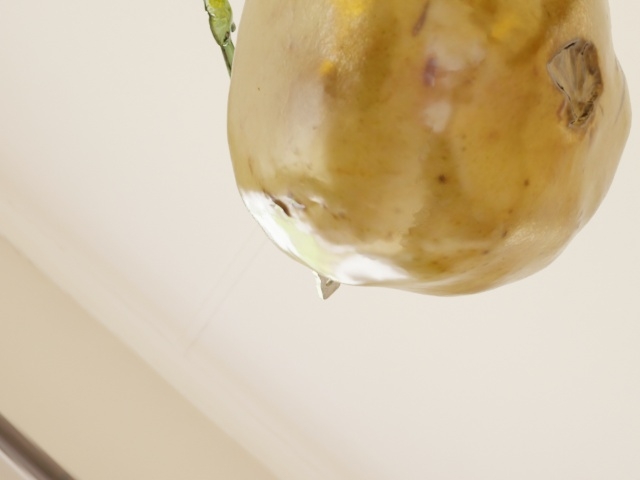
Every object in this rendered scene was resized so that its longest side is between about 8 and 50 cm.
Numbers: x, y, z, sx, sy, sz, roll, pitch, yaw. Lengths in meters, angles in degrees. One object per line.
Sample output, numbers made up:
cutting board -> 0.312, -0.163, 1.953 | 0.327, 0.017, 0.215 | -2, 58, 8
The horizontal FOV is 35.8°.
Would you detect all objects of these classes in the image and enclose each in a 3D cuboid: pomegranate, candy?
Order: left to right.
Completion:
candy -> -0.103, -0.225, 1.043 | 0.073, 0.077, 0.262 | -18, -78, 1
pomegranate -> 0.076, -0.115, 0.778 | 0.332, 0.332, 0.333 | 20, -47, 22

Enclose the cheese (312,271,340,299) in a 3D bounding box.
cheese -> 0.000, 0.000, 1.326 | 0.050, 0.127, 0.255 | 35, -22, 27
